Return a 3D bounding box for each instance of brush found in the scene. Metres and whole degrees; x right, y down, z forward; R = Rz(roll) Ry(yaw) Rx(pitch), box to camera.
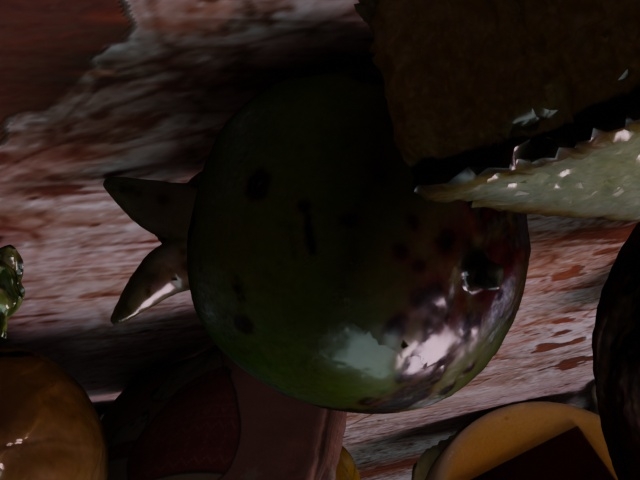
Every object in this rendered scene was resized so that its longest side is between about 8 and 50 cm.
[{"bbox_3d":[0.318,0.192,1.790,0.039,0.042,0.299,-15,161,6],"label":"brush"}]

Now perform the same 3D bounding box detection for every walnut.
[{"bbox_3d":[-0.188,0.128,0.888,0.137,0.137,0.245,-11,166,-12],"label":"walnut"}]

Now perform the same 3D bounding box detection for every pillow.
[{"bbox_3d":[-0.076,0.147,0.968,0.236,0.223,0.084,-22,123,35],"label":"pillow"}]

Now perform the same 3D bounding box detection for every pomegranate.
[{"bbox_3d":[0.003,0.006,0.628,0.148,0.148,0.169,-3,168,-36],"label":"pomegranate"}]

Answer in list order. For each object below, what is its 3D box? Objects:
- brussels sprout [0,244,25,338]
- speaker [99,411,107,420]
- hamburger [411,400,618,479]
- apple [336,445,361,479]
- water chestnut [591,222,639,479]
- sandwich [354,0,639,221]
[{"bbox_3d":[-0.172,0.031,0.706,0.085,0.058,0.085,-13,132,-15],"label":"brussels sprout"},{"bbox_3d":[-0.241,0.254,1.056,0.184,0.183,0.406,-37,170,35],"label":"speaker"},{"bbox_3d":[0.239,0.315,1.674,0.302,0.302,0.170,-11,146,-13],"label":"hamburger"},{"bbox_3d":[-0.031,0.255,1.418,0.155,0.182,0.182,-25,164,7],"label":"apple"},{"bbox_3d":[0.311,0.069,0.890,0.335,0.335,0.347,-12,-165,-9],"label":"water chestnut"},{"bbox_3d":[0.193,-0.088,0.534,0.273,0.095,0.249,-23,163,32],"label":"sandwich"}]
